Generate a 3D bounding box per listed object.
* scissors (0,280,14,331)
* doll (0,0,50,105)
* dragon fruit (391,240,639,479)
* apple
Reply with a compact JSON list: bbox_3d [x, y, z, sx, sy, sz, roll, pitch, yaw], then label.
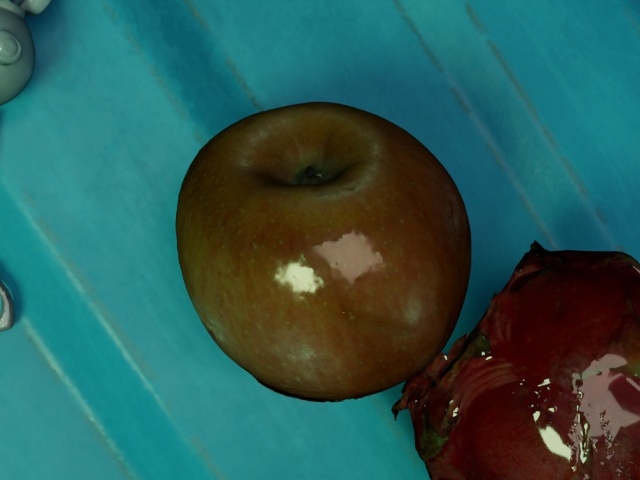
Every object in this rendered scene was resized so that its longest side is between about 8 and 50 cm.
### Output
[{"bbox_3d":[-0.321,-0.010,0.820,0.110,0.021,0.212,10,84,-11],"label":"scissors"},{"bbox_3d":[-0.279,-0.248,0.796,0.151,0.151,0.287,17,89,-13],"label":"doll"},{"bbox_3d":[0.231,0.160,0.828,0.301,0.295,0.295,45,77,-7],"label":"dragon fruit"},{"bbox_3d":[0.000,0.000,0.777,0.251,0.272,0.206,-22,133,4],"label":"apple"}]
